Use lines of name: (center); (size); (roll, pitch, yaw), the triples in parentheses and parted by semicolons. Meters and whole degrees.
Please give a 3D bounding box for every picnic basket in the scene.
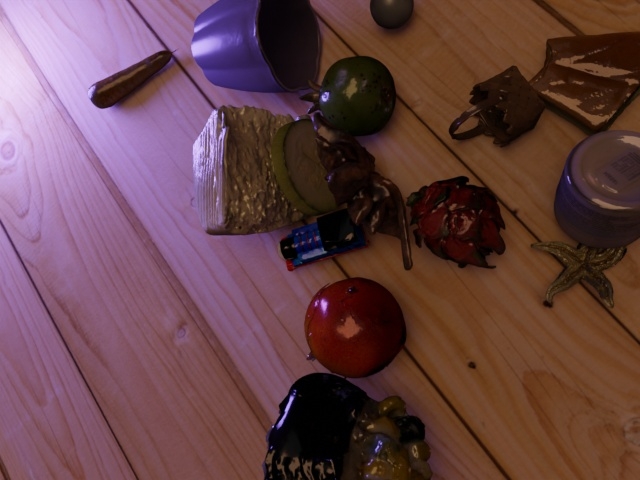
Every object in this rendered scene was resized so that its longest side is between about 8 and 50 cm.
picnic basket: (0.353, -0.261, 1.038); (0.178, 0.128, 0.137); (-25, 71, -5)

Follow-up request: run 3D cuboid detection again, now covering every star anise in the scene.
star anise: (0.093, -0.114, 1.034); (0.109, 0.292, 0.349); (-42, 35, 27)

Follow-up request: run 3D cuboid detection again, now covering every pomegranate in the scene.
pomegranate: (0.060, -0.328, 1.137); (0.224, 0.181, 0.181); (19, 88, 42)
pomegranate: (0.064, 0.187, 1.029); (0.210, 0.210, 0.235); (46, 123, 19)

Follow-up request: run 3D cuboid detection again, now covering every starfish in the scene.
starfish: (0.504, 0.036, 0.979); (0.176, 0.053, 0.208); (27, 72, 21)

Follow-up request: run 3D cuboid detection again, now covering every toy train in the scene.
toy train: (0.000, 0.000, 1.115); (0.204, 0.131, 0.082); (-18, 77, 15)

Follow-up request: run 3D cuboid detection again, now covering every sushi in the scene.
sushi: (0.073, 0.420, 0.910); (0.285, 0.328, 0.328); (-2, 87, 18)

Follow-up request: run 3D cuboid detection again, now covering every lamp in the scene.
lamp: (0.167, -0.548, 1.161); (0.105, 0.105, 0.105); (-3, 81, 18)

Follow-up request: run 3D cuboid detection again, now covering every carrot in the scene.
carrot: (-0.518, -0.463, 1.398); (0.298, 0.078, 0.078); (-26, 74, 10)

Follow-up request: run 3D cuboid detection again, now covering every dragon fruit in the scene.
dragon fruit: (0.280, -0.037, 1.013); (0.182, 0.189, 0.182); (-27, 52, 42)

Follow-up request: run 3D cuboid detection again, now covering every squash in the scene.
squash: (-0.019, -0.163, 1.110); (0.041, 0.219, 0.219); (-11, 77, 39)

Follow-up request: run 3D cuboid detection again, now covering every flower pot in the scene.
flower pot: (-0.166, -0.476, 1.191); (0.243, 0.265, 0.265); (3, 82, 28)

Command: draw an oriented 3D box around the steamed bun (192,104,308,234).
steamed bun: (-0.143, -0.144, 1.148); (0.273, 0.272, 0.290); (-14, 74, 58)

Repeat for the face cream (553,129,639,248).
face cream: (0.535, -0.093, 0.918); (0.177, 0.153, 0.177); (-6, 64, 13)

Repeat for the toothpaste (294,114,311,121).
toothpaste: (-0.016, -0.208, 1.205); (0.067, 0.043, 0.194); (-18, 82, 12)

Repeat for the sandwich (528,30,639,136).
sandwich: (0.563, -0.364, 1.021); (0.212, 0.063, 0.245); (42, 94, 21)
